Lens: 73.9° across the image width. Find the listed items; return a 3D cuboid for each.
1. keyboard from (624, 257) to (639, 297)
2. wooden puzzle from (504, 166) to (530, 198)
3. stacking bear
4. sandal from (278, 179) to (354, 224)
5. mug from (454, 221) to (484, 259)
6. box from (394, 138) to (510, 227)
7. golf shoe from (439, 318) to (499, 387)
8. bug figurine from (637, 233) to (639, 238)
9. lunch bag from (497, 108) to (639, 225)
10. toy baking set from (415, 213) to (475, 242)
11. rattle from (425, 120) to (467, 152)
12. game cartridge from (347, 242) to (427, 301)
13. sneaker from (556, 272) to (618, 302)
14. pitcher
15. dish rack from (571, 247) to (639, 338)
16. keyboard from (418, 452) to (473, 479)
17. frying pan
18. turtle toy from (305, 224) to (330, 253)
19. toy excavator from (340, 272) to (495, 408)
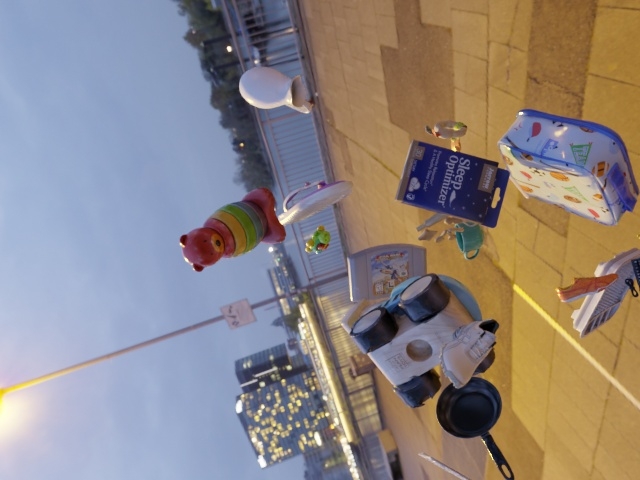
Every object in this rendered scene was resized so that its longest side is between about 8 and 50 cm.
[{"bbox_3d":[1.028,0.144,1.339,0.108,0.023,0.180,-19,75,47],"label":"keyboard"},{"bbox_3d":[0.958,-0.297,1.838,0.044,0.239,0.220,50,-161,-41],"label":"wooden puzzle"},{"bbox_3d":[-0.260,-0.018,1.195,0.289,0.164,0.175,-36,-67,-49],"label":"stacking bear"},{"bbox_3d":[-0.048,-0.137,1.398,0.416,0.170,0.102,-24,87,58],"label":"sandal"},{"bbox_3d":[0.650,-0.011,1.842,0.129,0.098,0.157,-97,-9,-47],"label":"mug"},{"bbox_3d":[0.285,-0.119,0.904,0.036,0.226,0.136,89,-163,-87],"label":"box"},{"bbox_3d":[0.276,0.194,0.777,0.069,0.176,0.086,48,128,3],"label":"golf shoe"},{"bbox_3d":[0.838,-0.010,0.907,0.216,0.279,0.072,44,-136,-11],"label":"bug figurine"},{"bbox_3d":[0.536,-0.149,0.908,0.303,0.114,0.243,29,-175,-41],"label":"lunch bag"},{"bbox_3d":[0.461,-0.065,1.485,0.197,0.256,0.030,16,-130,-41],"label":"toy baking set"},{"bbox_3d":[0.486,-0.398,1.694,0.130,0.200,0.142,41,141,19],"label":"rattle"},{"bbox_3d":[0.251,0.112,1.571,0.062,0.298,0.197,-119,22,-69],"label":"game cartridge"},{"bbox_3d":[0.828,0.137,1.324,0.064,0.175,0.067,1,-116,-66],"label":"sneaker"},{"bbox_3d":[-0.140,-0.471,1.367,0.125,0.207,0.178,-69,-24,-9],"label":"pitcher"},{"bbox_3d":[1.033,0.178,1.535,0.072,0.286,0.332,41,134,43],"label":"dish rack"},{"bbox_3d":[0.384,0.632,1.130,0.256,0.014,0.072,31,162,-5],"label":"keyboard"},{"bbox_3d":[0.467,0.506,1.196,0.053,0.197,0.326,53,166,-26],"label":"frying pan"},{"bbox_3d":[0.000,0.000,1.489,0.066,0.095,0.130,33,158,7],"label":"turtle toy"},{"bbox_3d":[0.212,0.218,1.132,0.222,0.433,0.445,51,-156,-4],"label":"toy excavator"}]
